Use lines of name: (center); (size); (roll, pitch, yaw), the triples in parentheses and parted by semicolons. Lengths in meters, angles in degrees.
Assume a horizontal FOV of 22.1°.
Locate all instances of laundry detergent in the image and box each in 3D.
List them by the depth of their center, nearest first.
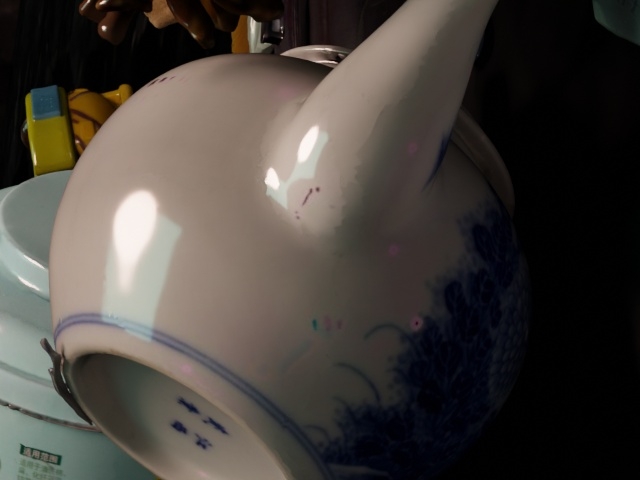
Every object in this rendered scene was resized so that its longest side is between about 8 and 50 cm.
laundry detergent: (-0.162, 0.122, 1.188); (0.287, 0.287, 0.305); (-114, 33, -57)

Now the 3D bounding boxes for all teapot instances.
teapot: (0.000, 0.000, 0.868); (0.280, 0.252, 0.424); (-55, -3, -29)
teapot: (0.007, -0.134, 1.079); (0.087, 0.096, 0.177); (132, 141, -61)

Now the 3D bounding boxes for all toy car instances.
toy car: (-0.230, -0.045, 1.705); (0.200, 0.142, 0.248); (-107, 9, -53)

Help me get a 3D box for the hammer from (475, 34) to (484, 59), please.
hammer: (0.064, -0.187, 0.993); (0.116, 0.069, 0.194); (121, 142, -51)

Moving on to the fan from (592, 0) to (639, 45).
fan: (0.171, -0.070, 0.681); (0.282, 0.023, 0.057); (-113, 35, -59)

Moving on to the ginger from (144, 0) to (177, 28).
ginger: (-0.090, -0.285, 1.467); (0.089, 0.075, 0.288); (65, 147, 16)

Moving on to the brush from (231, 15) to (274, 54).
brush: (-0.020, -0.223, 1.313); (0.336, 0.020, 0.085); (130, 142, -60)

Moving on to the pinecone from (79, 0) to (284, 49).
pinecone: (-0.049, -0.234, 0.744); (0.244, 0.244, 0.309); (-108, 32, -52)
